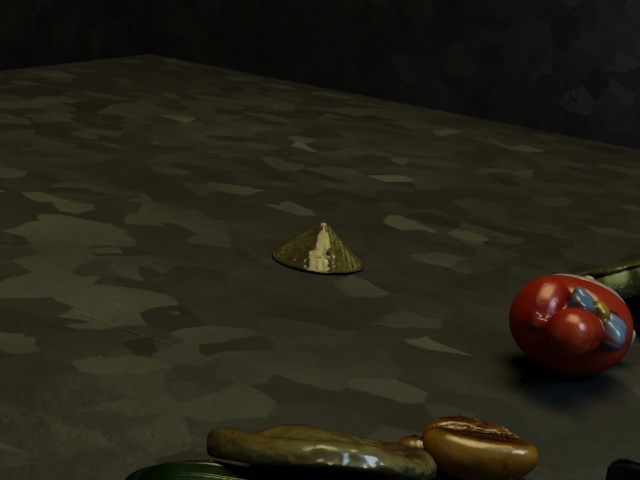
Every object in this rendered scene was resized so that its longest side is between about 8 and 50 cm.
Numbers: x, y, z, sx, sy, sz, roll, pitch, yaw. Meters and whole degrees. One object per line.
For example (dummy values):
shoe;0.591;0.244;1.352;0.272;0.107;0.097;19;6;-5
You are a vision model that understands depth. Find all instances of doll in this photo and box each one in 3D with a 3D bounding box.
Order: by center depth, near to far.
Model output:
doll;0.320;0.107;1.712;0.161;0.130;0.290;20;4;22

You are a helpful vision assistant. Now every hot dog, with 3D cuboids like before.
hot dog;0.150;0.217;1.372;0.140;0.060;0.090;12;10;-8

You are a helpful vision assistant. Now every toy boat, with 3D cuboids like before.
toy boat;-0.076;0.232;1.211;0.210;0.052;0.104;7;17;4

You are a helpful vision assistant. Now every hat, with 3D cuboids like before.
hat;0.000;0.000;2.076;0.146;0.067;0.146;7;15;-2

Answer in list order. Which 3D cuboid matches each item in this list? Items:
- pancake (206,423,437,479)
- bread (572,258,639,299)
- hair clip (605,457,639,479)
pancake;0.005;0.200;1.282;0.236;0.042;0.222;14;-10;-40
bread;0.477;0.055;2.015;0.207;0.056;0.286;-15;-4;20
hair clip;0.299;0.269;1.013;0.206;0.194;0.310;10;12;-18
